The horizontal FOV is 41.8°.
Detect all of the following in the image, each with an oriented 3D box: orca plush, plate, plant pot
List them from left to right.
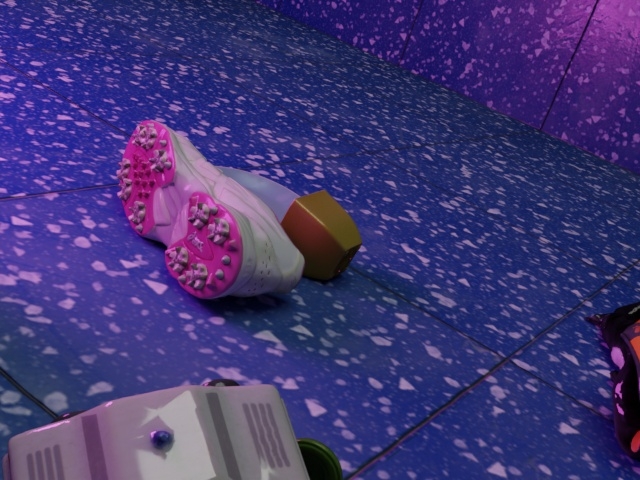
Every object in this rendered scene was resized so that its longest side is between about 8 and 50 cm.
[{"bbox_3d":[-0.098,-0.050,1.105,0.188,0.024,0.188,18,22,-7],"label":"plate"},{"bbox_3d":[0.000,0.000,0.998,0.083,0.081,0.081,38,26,16],"label":"plant pot"},{"bbox_3d":[0.431,0.130,1.020,0.151,0.102,0.287,19,21,-1],"label":"orca plush"}]

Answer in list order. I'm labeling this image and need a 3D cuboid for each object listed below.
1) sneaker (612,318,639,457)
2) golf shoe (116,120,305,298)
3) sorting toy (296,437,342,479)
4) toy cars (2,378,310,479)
[{"bbox_3d":[0.401,0.207,0.818,0.180,0.125,0.321,-15,50,-15],"label":"sneaker"},{"bbox_3d":[-0.130,-0.031,0.943,0.140,0.115,0.306,14,26,-43],"label":"golf shoe"},{"bbox_3d":[0.011,0.179,0.600,0.102,0.061,0.042,46,24,3],"label":"sorting toy"},{"bbox_3d":[-0.001,0.171,0.489,0.393,0.087,0.176,23,49,8],"label":"toy cars"}]
